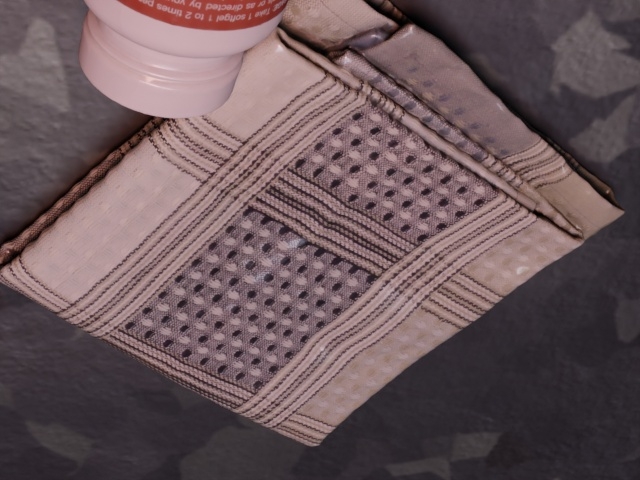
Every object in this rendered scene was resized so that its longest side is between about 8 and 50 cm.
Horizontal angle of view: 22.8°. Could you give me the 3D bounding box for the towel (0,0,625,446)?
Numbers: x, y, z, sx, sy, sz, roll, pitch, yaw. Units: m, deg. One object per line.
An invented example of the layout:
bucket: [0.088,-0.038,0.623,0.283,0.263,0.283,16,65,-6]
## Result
towel: [0.000,0.000,1.063,0.324,0.056,0.312,-40,127,22]

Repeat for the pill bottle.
pill bottle: [-0.064,-0.176,0.841,0.121,0.121,0.216,7,130,-17]
